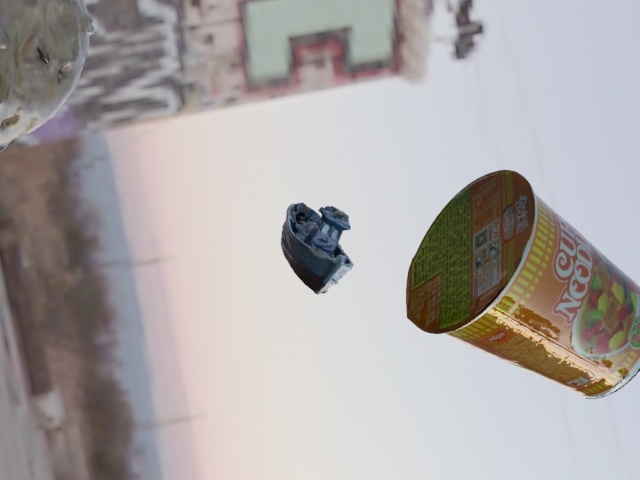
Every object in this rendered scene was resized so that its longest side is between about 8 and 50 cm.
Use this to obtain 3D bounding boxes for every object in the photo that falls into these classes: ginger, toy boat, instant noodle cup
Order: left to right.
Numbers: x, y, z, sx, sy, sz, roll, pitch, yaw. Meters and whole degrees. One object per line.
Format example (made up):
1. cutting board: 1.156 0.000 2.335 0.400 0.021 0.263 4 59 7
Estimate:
1. ginger: -0.334 -0.140 1.520 0.375 0.256 0.176 -74 150 -72
2. toy boat: 0.000 0.000 1.603 0.061 0.060 0.137 -58 -161 16
3. instant noodle cup: 0.196 0.052 1.609 0.168 0.185 0.168 -41 -149 31
